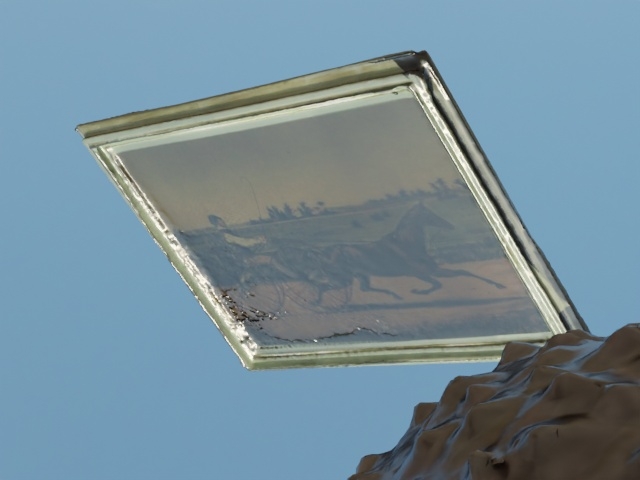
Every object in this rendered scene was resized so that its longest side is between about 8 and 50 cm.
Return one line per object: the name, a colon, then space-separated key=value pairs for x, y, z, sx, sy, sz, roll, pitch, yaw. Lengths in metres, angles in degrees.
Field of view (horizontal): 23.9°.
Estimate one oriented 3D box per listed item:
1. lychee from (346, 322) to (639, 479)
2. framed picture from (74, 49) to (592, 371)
lychee: x=0.105 y=0.161 z=0.382 sx=0.300 sy=0.300 sz=0.300 roll=-3 pitch=-139 yaw=3
framed picture: x=0.000 y=0.000 z=0.806 sx=0.252 sy=0.197 sz=0.014 roll=-7 pitch=-143 yaw=42
